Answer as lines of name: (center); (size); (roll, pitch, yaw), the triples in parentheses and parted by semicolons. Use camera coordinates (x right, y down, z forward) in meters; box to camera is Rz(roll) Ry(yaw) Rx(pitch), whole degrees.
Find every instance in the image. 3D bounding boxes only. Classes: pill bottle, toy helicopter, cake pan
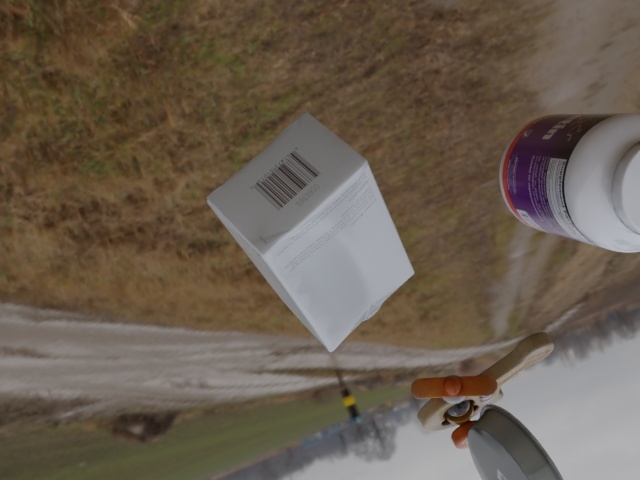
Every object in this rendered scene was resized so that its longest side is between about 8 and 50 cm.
pill bottle: (0.385, -0.084, 1.204); (0.181, 0.182, 0.323); (-20, -169, -9)
toy helicopter: (0.358, 0.312, 1.947); (0.355, 0.140, 0.235); (-41, 142, 21)
cake pan: (0.380, 0.458, 1.699); (0.054, 0.293, 0.293); (-27, 170, -15)

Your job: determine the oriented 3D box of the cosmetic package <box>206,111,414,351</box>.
cosmetic package: (0.000, 0.000, 1.430); (0.217, 0.156, 0.385); (-42, 149, -9)
